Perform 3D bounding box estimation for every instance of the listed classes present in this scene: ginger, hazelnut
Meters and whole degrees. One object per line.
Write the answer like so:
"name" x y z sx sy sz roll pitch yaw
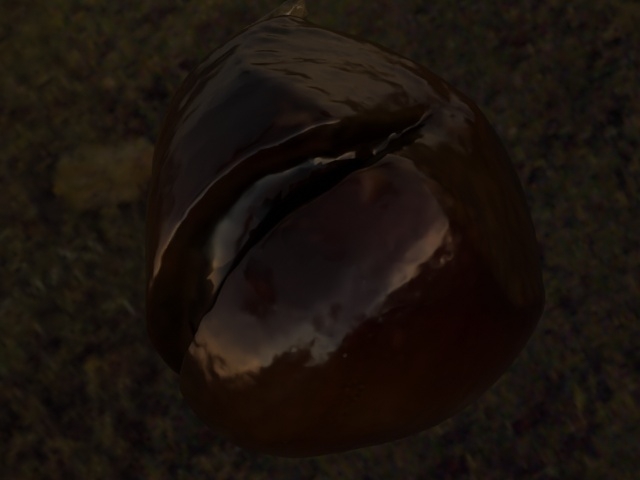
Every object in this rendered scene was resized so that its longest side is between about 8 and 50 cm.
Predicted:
"ginger" -0.049 -0.140 1.053 0.097 0.030 0.048 -37 10 -4
"hazelnut" 0.000 0.000 0.636 0.178 0.178 0.204 -35 60 -4
